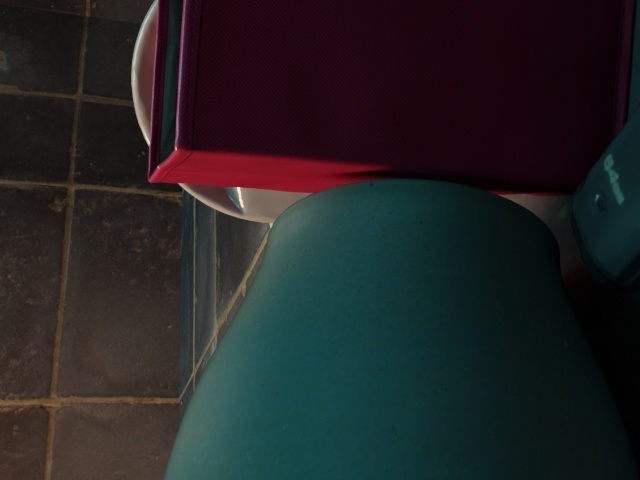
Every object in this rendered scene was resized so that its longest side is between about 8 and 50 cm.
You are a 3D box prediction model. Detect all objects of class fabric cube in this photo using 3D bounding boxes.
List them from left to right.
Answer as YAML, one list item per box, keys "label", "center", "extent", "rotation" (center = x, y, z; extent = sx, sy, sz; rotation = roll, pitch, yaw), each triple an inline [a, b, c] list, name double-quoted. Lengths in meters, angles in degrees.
- label: "fabric cube"
  center: [0.025, -0.161, 0.507]
  extent: [0.259, 0.258, 0.254]
  rotation: [-176, 89, -73]

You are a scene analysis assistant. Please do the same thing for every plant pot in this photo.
- label: "plant pot"
  center: [0.042, 0.117, 0.412]
  extent: [0.271, 0.272, 0.255]
  rotation: [124, 155, -60]

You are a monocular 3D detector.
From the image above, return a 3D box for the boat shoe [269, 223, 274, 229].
- label: "boat shoe"
  center: [0.000, 0.000, 0.839]
  extent: [0.254, 0.095, 0.079]
  rotation: [-105, 23, -44]

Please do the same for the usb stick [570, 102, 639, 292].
- label: "usb stick"
  center: [0.189, -0.082, 0.305]
  extent: [0.278, 0.045, 0.077]
  rotation: [111, 155, -47]

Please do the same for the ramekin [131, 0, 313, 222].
- label: "ramekin"
  center: [-0.043, -0.162, 0.746]
  extent: [0.127, 0.273, 0.273]
  rotation: [-95, 14, -67]
